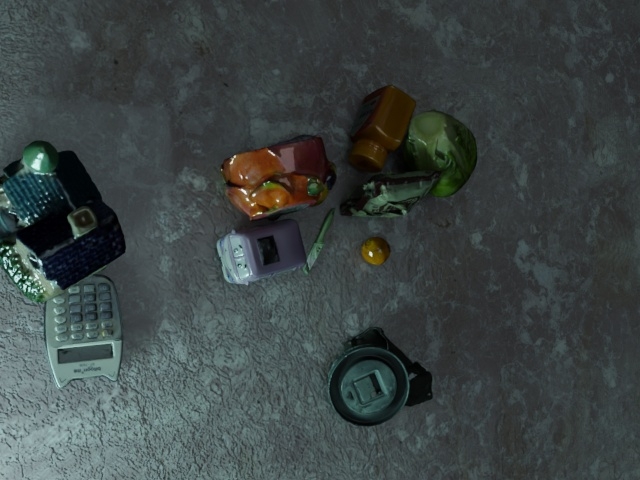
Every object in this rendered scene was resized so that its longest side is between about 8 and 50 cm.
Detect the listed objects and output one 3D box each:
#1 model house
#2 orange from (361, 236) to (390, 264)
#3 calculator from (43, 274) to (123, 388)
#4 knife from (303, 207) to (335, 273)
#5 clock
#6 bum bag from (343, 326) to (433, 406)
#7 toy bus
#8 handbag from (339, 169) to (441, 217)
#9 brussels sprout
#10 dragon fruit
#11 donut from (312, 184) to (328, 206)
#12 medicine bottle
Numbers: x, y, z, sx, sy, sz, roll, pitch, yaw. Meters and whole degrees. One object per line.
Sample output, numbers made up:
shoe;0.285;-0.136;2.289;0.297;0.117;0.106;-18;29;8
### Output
model house;-0.571;-0.051;1.535;0.243;0.284;0.298;-34;97;-33
orange;0.158;0.029;2.042;0.083;0.083;0.084;3;84;-28
calculator;-0.549;0.201;1.666;0.177;0.040;0.268;-1;85;-29
knife;0.000;0.000;1.997;0.030;0.014;0.207;32;73;-22
clock;0.130;0.395;1.966;0.226;0.049;0.226;-1;98;-7
bum bag;0.205;0.360;2.036;0.326;0.079;0.142;38;79;-20
toy bus;-0.151;0.028;1.839;0.202;0.142;0.142;-15;93;-28
handbag;0.198;-0.131;2.011;0.235;0.213;0.127;-4;68;-28
brussels sprout;0.340;-0.262;2.076;0.219;0.210;0.271;-56;148;-15
dragon fruit;-0.100;-0.150;1.809;0.290;0.290;0.189;-19;95;-28
donut;-0.025;-0.146;1.982;0.108;0.043;0.097;48;65;-12
medicine bottle;0.165;-0.313;2.036;0.112;0.149;0.222;29;73;-22
